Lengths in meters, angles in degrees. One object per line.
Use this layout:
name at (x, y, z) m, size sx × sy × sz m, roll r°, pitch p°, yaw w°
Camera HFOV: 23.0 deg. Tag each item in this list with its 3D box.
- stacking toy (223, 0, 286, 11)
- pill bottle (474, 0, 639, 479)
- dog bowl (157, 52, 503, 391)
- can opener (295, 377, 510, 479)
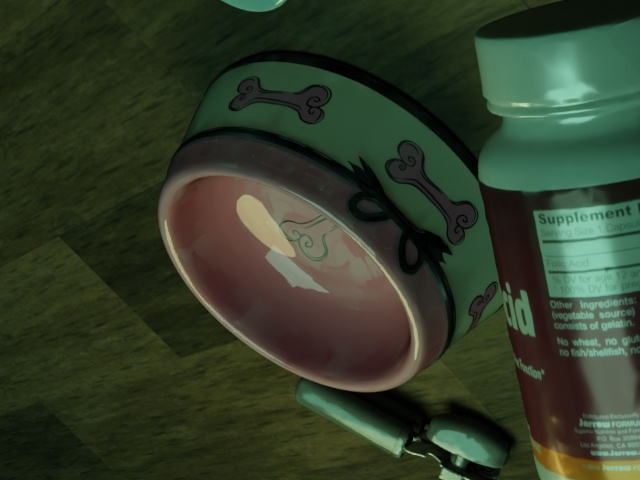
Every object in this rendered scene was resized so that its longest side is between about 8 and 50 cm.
stacking toy at (-0.080, -0.343, 1.366) m, size 0.279 × 0.130 × 0.309 m, roll 42°, pitch 148°, yaw -8°
pill bottle at (0.253, 0.002, 1.293) m, size 0.224 × 0.224 × 0.392 m, roll 1°, pitch 109°, yaw 44°
dog bowl at (0.000, 0.000, 1.714) m, size 0.408 × 0.150 × 0.408 m, roll 26°, pitch 146°, yaw 19°
can opener at (0.107, 0.220, 1.990) m, size 0.283 × 0.076 × 0.095 m, roll 27°, pitch 115°, yaw 17°
